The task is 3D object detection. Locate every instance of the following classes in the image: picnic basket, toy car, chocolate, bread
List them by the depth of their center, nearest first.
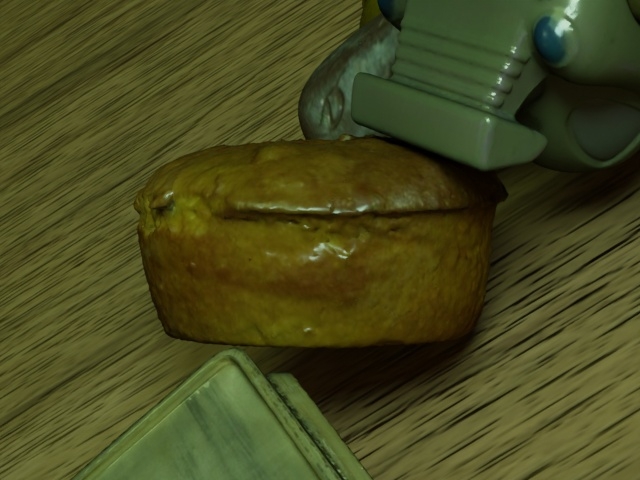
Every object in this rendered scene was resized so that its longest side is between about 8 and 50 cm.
[{"bbox_3d":[-0.083,0.265,0.950,0.313,0.175,0.228,-41,38,-1],"label":"picnic basket"},{"bbox_3d":[0.219,-0.139,1.056,0.242,0.336,0.226,26,97,49],"label":"toy car"},{"bbox_3d":[0.005,0.000,1.082,0.312,0.172,0.312,-2,5,0],"label":"bread"},{"bbox_3d":[0.073,-0.149,1.240,0.261,0.083,0.161,-41,68,29],"label":"chocolate"}]

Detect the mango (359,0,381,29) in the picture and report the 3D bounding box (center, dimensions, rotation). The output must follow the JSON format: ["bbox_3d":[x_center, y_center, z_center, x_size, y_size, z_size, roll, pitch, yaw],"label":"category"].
[{"bbox_3d":[0.127,-0.235,1.370,0.167,0.130,0.262,-45,34,-13],"label":"mango"}]
